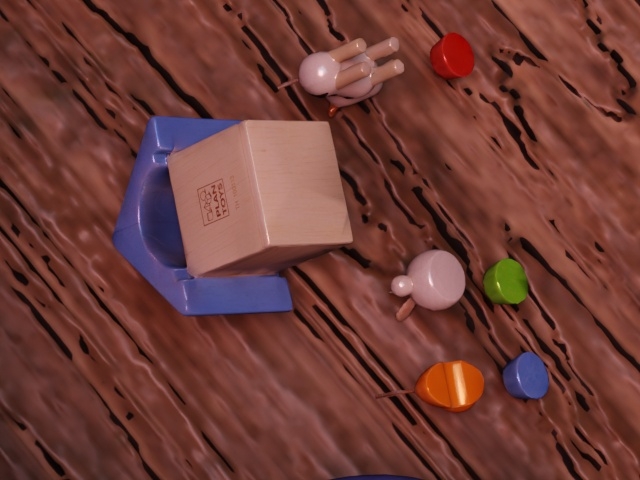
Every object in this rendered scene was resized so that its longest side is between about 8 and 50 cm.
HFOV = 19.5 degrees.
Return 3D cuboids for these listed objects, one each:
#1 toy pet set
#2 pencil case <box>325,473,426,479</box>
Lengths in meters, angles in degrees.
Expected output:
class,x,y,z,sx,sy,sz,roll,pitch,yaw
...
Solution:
class,x,y,z,sx,sy,sz,roll,pitch,yaw
toy pet set,0.000,0.000,0.585,0.114,0.065,0.122,-1,76,-43
pencil case,0.035,0.214,0.489,0.133,0.119,0.306,-2,75,-14
